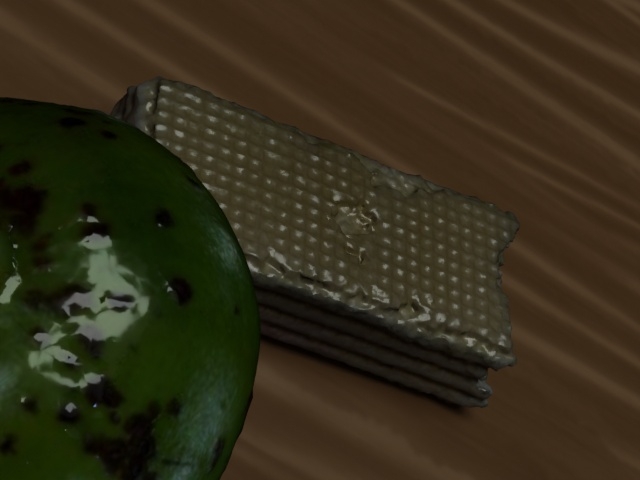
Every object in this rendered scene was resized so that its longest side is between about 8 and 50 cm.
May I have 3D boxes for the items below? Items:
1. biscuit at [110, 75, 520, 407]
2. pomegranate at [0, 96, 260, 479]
[{"bbox_3d":[0.000,0.000,0.937,0.238,0.062,0.108,21,51,-24],"label":"biscuit"},{"bbox_3d":[-0.132,0.031,0.703,0.211,0.263,0.211,-4,63,9],"label":"pomegranate"}]
